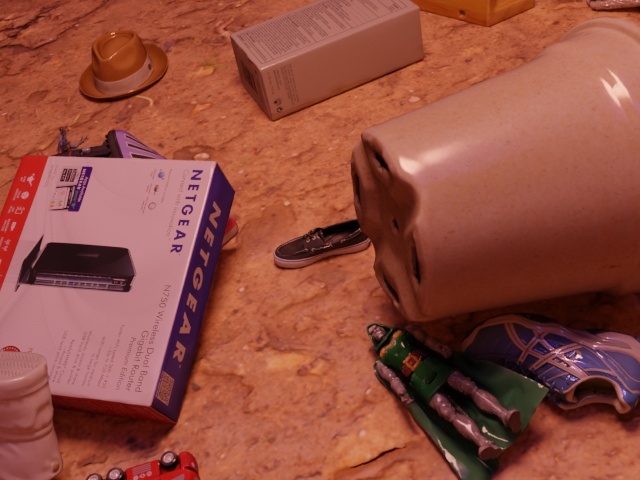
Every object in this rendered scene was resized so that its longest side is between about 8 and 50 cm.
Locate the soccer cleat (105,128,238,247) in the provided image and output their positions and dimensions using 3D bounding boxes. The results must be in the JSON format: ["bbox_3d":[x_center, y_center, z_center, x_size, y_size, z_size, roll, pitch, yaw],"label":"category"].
[{"bbox_3d":[-0.236,-0.077,1.265,0.116,0.109,0.318,-27,49,-14],"label":"soccer cleat"}]

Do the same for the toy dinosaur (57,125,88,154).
[{"bbox_3d":[-0.461,-0.173,1.472,0.090,0.047,0.082,-43,31,-15],"label":"toy dinosaur"}]

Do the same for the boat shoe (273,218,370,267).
[{"bbox_3d":[0.000,0.000,1.170,0.142,0.040,0.049,-14,43,-1],"label":"boat shoe"}]

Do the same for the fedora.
[{"bbox_3d":[-0.395,-0.356,1.618,0.194,0.079,0.194,-7,43,7],"label":"fedora"}]

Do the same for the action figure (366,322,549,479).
[{"bbox_3d":[0.129,0.159,0.947,0.137,0.063,0.232,-50,44,-4],"label":"action figure"}]

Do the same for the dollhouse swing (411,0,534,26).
[{"bbox_3d":[0.323,-0.641,1.544,0.315,0.347,0.305,27,56,35],"label":"dollhouse swing"}]

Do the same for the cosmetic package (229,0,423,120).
[{"bbox_3d":[0.012,-0.349,1.487,0.309,0.113,0.160,-23,44,-11],"label":"cosmetic package"}]

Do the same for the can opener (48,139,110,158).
[{"bbox_3d":[-0.411,-0.131,1.397,0.186,0.059,0.073,-4,44,10],"label":"can opener"}]

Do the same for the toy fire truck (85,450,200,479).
[{"bbox_3d":[-0.218,0.313,0.886,0.192,0.047,0.135,-15,43,-4],"label":"toy fire truck"}]

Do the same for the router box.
[{"bbox_3d":[-0.296,0.051,1.084,0.301,0.082,0.336,3,64,17],"label":"router box"}]

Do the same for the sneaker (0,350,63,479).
[{"bbox_3d":[-0.430,0.213,0.960,0.292,0.169,0.108,3,20,25],"label":"sneaker"}]

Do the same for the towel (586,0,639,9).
[{"bbox_3d":[0.641,-0.484,1.499,0.282,0.049,0.187,7,47,34],"label":"towel"}]

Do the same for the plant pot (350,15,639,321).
[{"bbox_3d":[0.211,-0.055,0.936,0.305,0.334,0.334,-16,42,-12],"label":"plant pot"}]

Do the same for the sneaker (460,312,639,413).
[{"bbox_3d":[0.259,0.139,0.930,0.211,0.080,0.081,4,46,24],"label":"sneaker"}]
